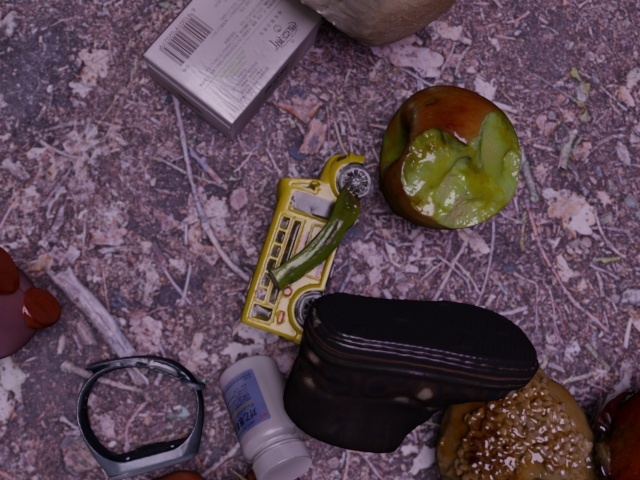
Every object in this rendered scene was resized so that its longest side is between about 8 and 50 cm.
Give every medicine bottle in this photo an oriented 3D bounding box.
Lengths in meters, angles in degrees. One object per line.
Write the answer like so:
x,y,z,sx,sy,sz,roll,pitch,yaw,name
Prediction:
-0.088,0.283,1.028,0.102,0.103,0.187,-21,52,-10,medicine bottle

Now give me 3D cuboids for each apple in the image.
0.223,-0.135,1.097,0.226,0.246,0.247,14,80,-15,apple

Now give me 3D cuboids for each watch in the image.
-0.288,0.278,1.062,0.206,0.068,0.193,-14,84,-7,watch

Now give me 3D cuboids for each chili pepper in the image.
0.000,0.000,1.005,0.202,0.050,0.052,-47,128,-10,chili pepper

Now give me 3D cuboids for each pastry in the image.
0.334,0.368,1.066,0.284,0.184,0.316,2,81,-8,pastry

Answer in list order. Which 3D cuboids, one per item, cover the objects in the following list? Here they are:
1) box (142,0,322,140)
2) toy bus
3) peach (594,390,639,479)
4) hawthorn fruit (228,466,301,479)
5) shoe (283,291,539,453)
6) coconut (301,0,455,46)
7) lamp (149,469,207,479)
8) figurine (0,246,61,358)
-0.153,-0.341,1.145,0.194,0.111,0.260,39,76,-1,box
-0.025,0.003,1.095,0.152,0.144,0.331,18,81,-4,toy bus
0.624,0.379,1.017,0.416,0.353,0.339,-26,83,-9,peach
-0.082,0.418,1.030,0.125,0.125,0.140,-12,124,-9,hawthorn fruit
0.136,0.218,1.008,0.383,0.171,0.237,7,120,-19,shoe
0.069,-0.545,1.080,0.344,0.415,0.416,-25,85,10,coconut
-0.226,0.451,0.978,0.187,0.163,0.188,4,98,32,lamp
-0.526,0.109,1.010,0.173,0.173,0.174,1,82,-7,figurine
